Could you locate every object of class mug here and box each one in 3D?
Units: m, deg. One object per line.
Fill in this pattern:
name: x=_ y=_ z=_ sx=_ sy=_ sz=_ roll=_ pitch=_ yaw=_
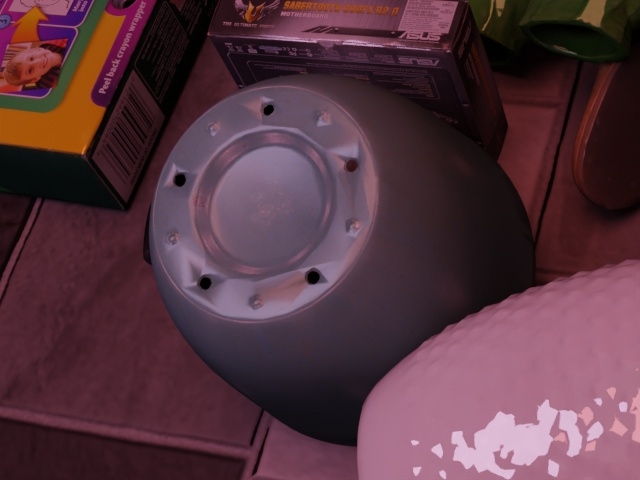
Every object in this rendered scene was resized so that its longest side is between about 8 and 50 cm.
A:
mug: x=0.214 y=0.203 z=1.044 sx=0.328 sy=0.276 sz=0.374 roll=-12 pitch=86 yaw=19

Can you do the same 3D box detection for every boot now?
boot: x=0.286 y=-0.159 z=1.344 sx=0.115 sy=0.112 sz=0.305 roll=1 pitch=59 yaw=55

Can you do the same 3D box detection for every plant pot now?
plant pot: x=0.000 y=0.000 z=1.196 sx=0.293 sy=0.235 sz=0.293 roll=-7 pitch=72 yaw=21

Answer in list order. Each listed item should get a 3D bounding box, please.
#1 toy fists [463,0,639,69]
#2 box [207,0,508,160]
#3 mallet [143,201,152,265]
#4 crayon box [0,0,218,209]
toy fists: x=0.213 y=-0.230 z=1.342 sx=0.279 sy=0.096 sz=0.142 roll=8 pitch=71 yaw=62
box: x=0.037 y=-0.144 z=1.350 sx=0.231 sy=0.183 sz=0.056 roll=7 pitch=63 yaw=24
mallet: x=-0.075 y=-0.003 z=1.394 sx=0.189 sy=0.039 sz=0.062 roll=3 pitch=61 yaw=17
crayon box: x=-0.285 y=-0.225 z=1.562 sx=0.313 sy=0.106 sz=0.363 roll=8 pitch=62 yaw=25
